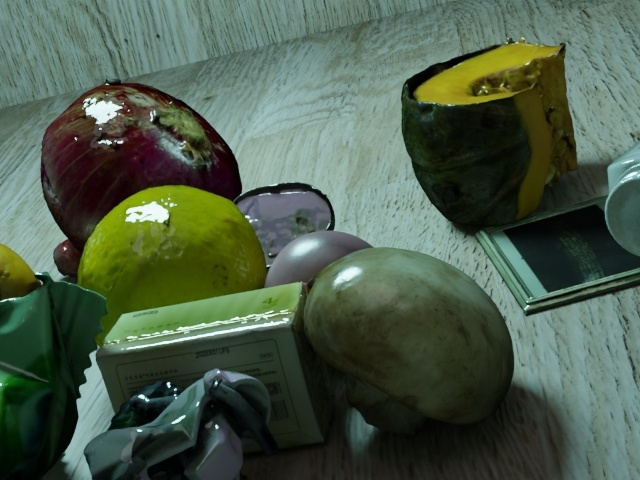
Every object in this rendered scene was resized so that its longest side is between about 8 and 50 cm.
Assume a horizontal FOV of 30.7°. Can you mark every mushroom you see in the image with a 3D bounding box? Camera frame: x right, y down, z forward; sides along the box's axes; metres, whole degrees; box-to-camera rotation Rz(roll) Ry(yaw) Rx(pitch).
[{"bbox_3d":[0.091,0.103,1.270,0.254,0.184,0.255,13,21,-5],"label":"mushroom"},{"bbox_3d":[-0.061,-0.012,1.795,0.188,0.141,0.117,-14,-13,14],"label":"mushroom"}]

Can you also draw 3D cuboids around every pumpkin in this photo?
[{"bbox_3d":[0.256,-0.167,1.787,0.256,0.226,0.303,0,22,39],"label":"pumpkin"}]

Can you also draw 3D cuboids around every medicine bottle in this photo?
[{"bbox_3d":[0.489,-0.084,1.553,0.179,0.124,0.324,6,23,34],"label":"medicine bottle"}]

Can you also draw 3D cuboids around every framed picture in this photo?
[{"bbox_3d":[0.349,0.008,1.590,0.231,0.018,0.293,-15,21,-1],"label":"framed picture"}]

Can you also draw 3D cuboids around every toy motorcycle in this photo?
[{"bbox_3d":[-0.125,0.237,1.133,0.188,0.143,0.327,-28,34,7],"label":"toy motorcycle"}]

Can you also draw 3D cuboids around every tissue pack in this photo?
[{"bbox_3d":[-0.113,0.155,1.331,0.234,0.159,0.125,-11,22,12],"label":"tissue pack"}]

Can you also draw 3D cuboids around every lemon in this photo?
[{"bbox_3d":[-0.192,0.054,1.527,0.260,0.261,0.284,-6,23,24],"label":"lemon"}]

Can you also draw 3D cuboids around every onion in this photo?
[{"bbox_3d":[-0.324,-0.069,1.927,0.385,0.347,0.348,-45,6,29],"label":"onion"}]

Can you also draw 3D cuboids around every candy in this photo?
[{"bbox_3d":[-0.386,0.235,1.220,0.172,0.263,0.398,22,38,7],"label":"candy"}]

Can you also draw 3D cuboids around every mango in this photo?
[{"bbox_3d":[-0.585,0.075,1.907,0.236,0.136,0.166,-2,27,44],"label":"mango"}]

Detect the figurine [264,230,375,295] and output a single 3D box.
[{"bbox_3d":[0.011,0.069,1.463,0.173,0.173,0.173,-13,21,5],"label":"figurine"}]
